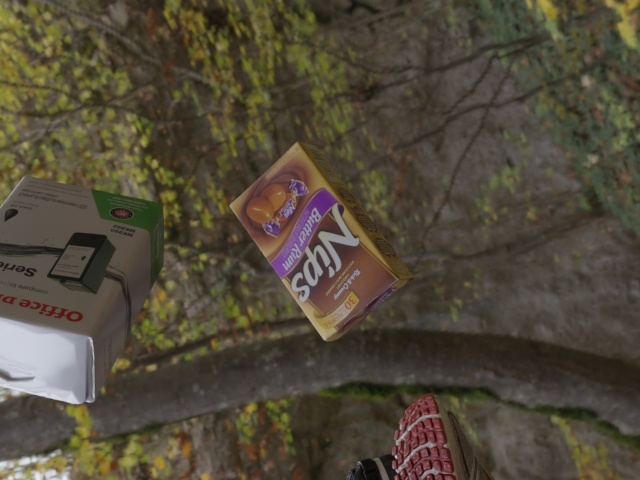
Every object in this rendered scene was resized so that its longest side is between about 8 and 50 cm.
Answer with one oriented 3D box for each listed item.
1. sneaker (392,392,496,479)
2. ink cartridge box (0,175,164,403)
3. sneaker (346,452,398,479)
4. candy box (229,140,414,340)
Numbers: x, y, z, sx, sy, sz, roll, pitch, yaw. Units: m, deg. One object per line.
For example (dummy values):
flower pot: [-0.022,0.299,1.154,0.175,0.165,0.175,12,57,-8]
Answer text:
sneaker: [0.145,0.265,0.968,0.093,0.088,0.225,-7,-108,-41]
ink cartridge box: [-0.347,0.056,1.254,0.289,0.211,0.121,-75,-4,-53]
sneaker: [0.089,0.445,1.503,0.079,0.121,0.216,-167,71,-80]
candy box: [0.000,0.000,1.012,0.186,0.109,0.053,53,-161,14]
